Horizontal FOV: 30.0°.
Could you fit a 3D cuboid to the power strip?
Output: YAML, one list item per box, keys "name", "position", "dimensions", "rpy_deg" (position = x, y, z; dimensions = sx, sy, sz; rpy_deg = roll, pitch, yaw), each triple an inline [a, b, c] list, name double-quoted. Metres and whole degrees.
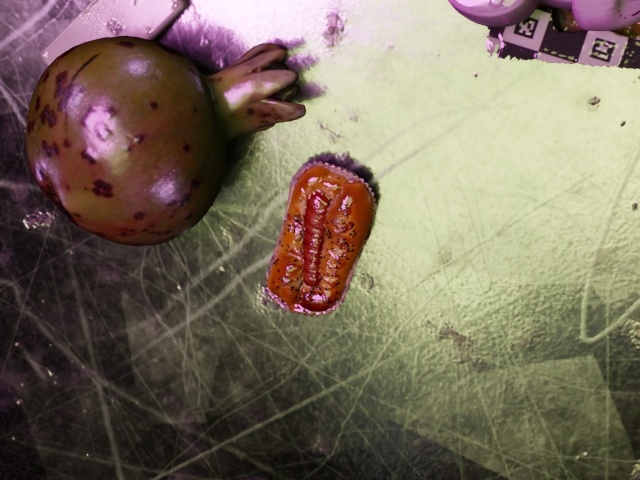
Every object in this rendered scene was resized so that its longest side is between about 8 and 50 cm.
- name: "power strip"
  position: [-0.243, -0.246, 1.397]
  dimensions: [0.192, 0.035, 0.081]
  rpy_deg: [-41, 95, 17]

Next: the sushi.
- name: "sushi"
  position: [0.321, -0.272, 1.280]
  dimensions: [0.279, 0.043, 0.193]
  rpy_deg: [4, 93, 15]

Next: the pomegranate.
- name: "pomegranate"
  position: [-0.179, -0.137, 1.319]
  dimensions: [0.306, 0.242, 0.242]
  rpy_deg: [-39, 96, 9]

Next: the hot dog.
- name: "hot dog"
  position: [0.000, 0.000, 1.415]
  dimensions: [0.108, 0.059, 0.191]
  rpy_deg: [19, 110, 8]

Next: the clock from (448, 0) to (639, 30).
- name: "clock"
  position: [0.285, -0.361, 1.206]
  dimensions: [0.322, 0.113, 0.296]
  rpy_deg: [4, 93, 15]
